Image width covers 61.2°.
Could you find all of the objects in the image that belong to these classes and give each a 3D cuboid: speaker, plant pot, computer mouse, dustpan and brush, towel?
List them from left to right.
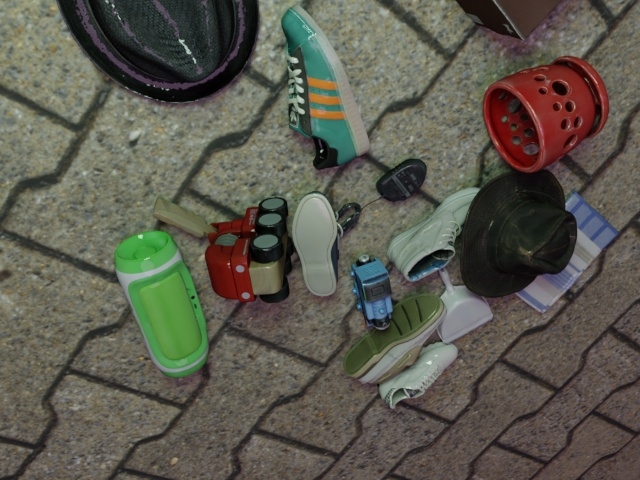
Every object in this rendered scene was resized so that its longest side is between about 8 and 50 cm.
[{"bbox_3d":[-0.314,0.133,1.093,0.131,0.131,0.297,-14,122,-8],"label":"speaker"},{"bbox_3d":[0.118,-0.092,1.143,0.242,0.041,0.071,-34,122,13],"label":"computer mouse"},{"bbox_3d":[0.332,0.145,1.331,0.147,0.060,0.211,-29,129,0],"label":"dustpan and brush"},{"bbox_3d":[0.440,-0.250,1.049,0.174,0.191,0.191,-26,123,-4],"label":"plant pot"},{"bbox_3d":[0.586,0.037,1.348,0.209,0.034,0.285,32,105,-26],"label":"towel"}]

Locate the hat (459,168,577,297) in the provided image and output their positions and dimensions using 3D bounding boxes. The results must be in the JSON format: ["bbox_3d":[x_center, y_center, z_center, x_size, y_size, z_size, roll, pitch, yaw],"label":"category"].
[{"bbox_3d":[0.458,0.005,1.164,0.331,0.134,0.332,-12,116,-27],"label":"hat"}]

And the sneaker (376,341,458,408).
[{"bbox_3d":[0.260,0.350,1.399,0.235,0.095,0.090,-31,121,1],"label":"sneaker"}]

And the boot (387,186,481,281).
[{"bbox_3d":[0.274,-0.006,1.180,0.258,0.123,0.095,-37,122,7],"label":"boot"}]

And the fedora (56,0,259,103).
[{"bbox_3d":[-0.241,-0.354,0.817,0.333,0.153,0.334,-7,121,-12],"label":"fedora"}]

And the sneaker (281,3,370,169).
[{"bbox_3d":[-0.013,-0.255,0.965,0.121,0.108,0.302,-30,124,-3],"label":"sneaker"}]

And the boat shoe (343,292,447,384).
[{"bbox_3d":[0.194,0.242,1.316,0.103,0.113,0.302,35,116,-31],"label":"boat shoe"}]

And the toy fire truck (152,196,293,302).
[{"bbox_3d":[-0.184,0.003,1.016,0.246,0.217,0.159,-4,122,4],"label":"toy fire truck"}]

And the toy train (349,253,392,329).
[{"bbox_3d":[0.119,0.121,1.219,0.080,0.105,0.184,-17,122,-6],"label":"toy train"}]

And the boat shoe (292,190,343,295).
[{"bbox_3d":[0.000,0.000,1.125,0.095,0.079,0.255,-4,126,11],"label":"boat shoe"}]

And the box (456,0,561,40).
[{"bbox_3d":[0.325,-0.479,0.896,0.167,0.168,0.203,35,104,-30],"label":"box"}]
